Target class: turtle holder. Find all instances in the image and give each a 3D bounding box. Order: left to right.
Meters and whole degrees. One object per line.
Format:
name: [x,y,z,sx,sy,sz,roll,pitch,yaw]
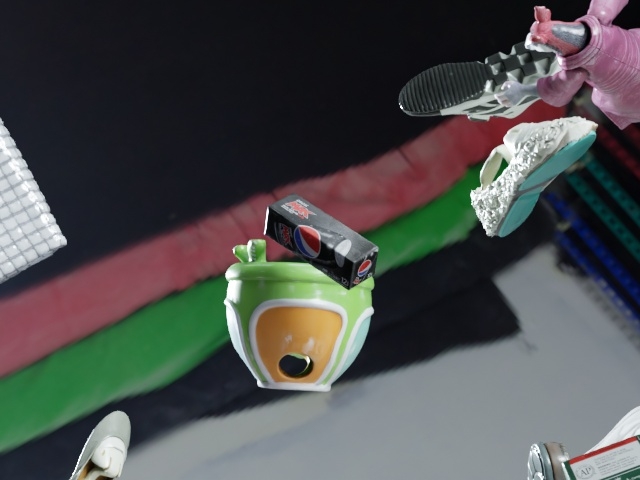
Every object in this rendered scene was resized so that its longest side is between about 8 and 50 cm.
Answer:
turtle holder: [-0.050,0.123,2.069,0.243,0.227,0.320,5,-5,-28]

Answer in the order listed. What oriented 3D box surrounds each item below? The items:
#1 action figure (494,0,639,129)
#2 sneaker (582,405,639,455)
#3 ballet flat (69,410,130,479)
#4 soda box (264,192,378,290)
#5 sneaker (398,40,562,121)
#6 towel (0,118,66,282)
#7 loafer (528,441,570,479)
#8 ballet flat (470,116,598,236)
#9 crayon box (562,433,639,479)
action figure: [0.461,-0.272,2.043,0.370,0.276,0.248,11,-72,-41]
sneaker: [0.456,0.371,1.987,0.292,0.108,0.169,-49,2,-8]
ballet flat: [-0.323,0.345,1.854,0.072,0.068,0.213,47,-116,-34]
soda box: [0.000,0.000,1.833,0.060,0.169,0.053,-30,-39,-40]
sneaker: [0.327,-0.287,2.587,0.330,0.122,0.146,-12,-37,12]
towel: [-0.508,-0.023,1.698,0.284,0.235,0.121,-31,-3,-16]
loafer: [0.313,0.347,1.640,0.084,0.096,0.267,-10,-51,-2]
ballet flat: [0.387,-0.143,2.497,0.147,0.147,0.409,-23,-18,-27]
crayon box: [0.504,0.339,1.536,0.363,0.106,0.313,-20,-56,3]
